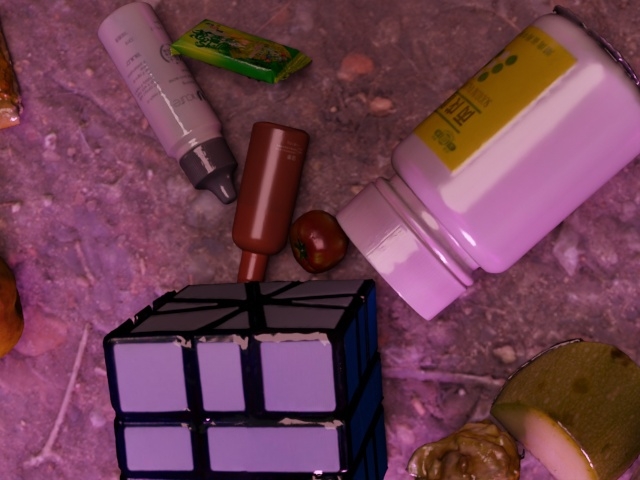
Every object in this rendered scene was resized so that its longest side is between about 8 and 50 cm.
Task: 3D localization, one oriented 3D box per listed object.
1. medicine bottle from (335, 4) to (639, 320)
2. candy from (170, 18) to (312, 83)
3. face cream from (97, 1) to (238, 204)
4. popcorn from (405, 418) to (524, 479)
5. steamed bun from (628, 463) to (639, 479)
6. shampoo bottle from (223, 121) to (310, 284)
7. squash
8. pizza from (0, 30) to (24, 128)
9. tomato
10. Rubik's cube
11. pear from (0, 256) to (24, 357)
[{"bbox_3d":[0.219,-0.089,1.334,0.379,0.213,0.213,-43,80,6],"label":"medicine bottle"},{"bbox_3d":[-0.110,-0.263,1.475,0.178,0.102,0.032,20,128,13],"label":"candy"},{"bbox_3d":[-0.202,-0.185,1.488,0.092,0.092,0.311,-32,80,8],"label":"face cream"},{"bbox_3d":[0.196,0.309,1.351,0.142,0.173,0.173,-13,84,27],"label":"popcorn"},{"bbox_3d":[0.490,0.370,1.245,0.312,0.233,0.334,43,104,9],"label":"steamed bun"},{"bbox_3d":[-0.079,-0.039,1.461,0.085,0.085,0.244,14,92,12],"label":"shampoo bottle"},{"bbox_3d":[0.336,0.220,1.358,0.192,0.085,0.184,43,96,9],"label":"squash"},{"bbox_3d":[-0.591,-0.256,1.581,0.258,0.087,0.268,-21,85,13],"label":"pizza"},{"bbox_3d":[0.000,0.000,1.444,0.075,0.087,0.087,-26,80,-27],"label":"tomato"},{"bbox_3d":[-0.078,0.211,1.320,0.294,0.288,0.283,-4,100,14],"label":"Rubik's cube"},{"bbox_3d":[-0.512,0.096,1.488,0.200,0.200,0.200,-1,87,12],"label":"pear"}]
